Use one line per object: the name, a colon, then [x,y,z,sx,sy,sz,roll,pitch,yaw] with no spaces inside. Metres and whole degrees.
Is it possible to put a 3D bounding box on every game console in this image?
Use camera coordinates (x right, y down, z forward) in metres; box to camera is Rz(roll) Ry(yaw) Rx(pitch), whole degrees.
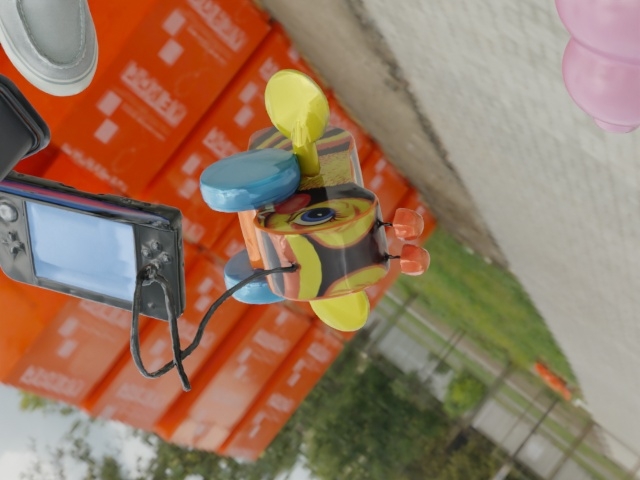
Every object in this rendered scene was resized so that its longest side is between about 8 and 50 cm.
game console: [-0.341,0.007,1.391,0.293,0.250,0.173,13,-147,18]

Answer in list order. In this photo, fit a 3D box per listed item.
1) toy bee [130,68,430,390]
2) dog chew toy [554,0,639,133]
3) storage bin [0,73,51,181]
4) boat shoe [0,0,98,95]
toy bee: [0.000,0.000,0.760,0.162,0.298,0.195,-4,137,14]
dog chew toy: [0.310,-0.256,1.011,0.207,0.207,0.331,37,135,39]
storage bin: [-0.323,-0.079,0.949,0.098,0.135,0.091,56,-149,-28]
boat shoe: [-0.242,-0.234,0.912,0.081,0.079,0.227,129,124,-66]
